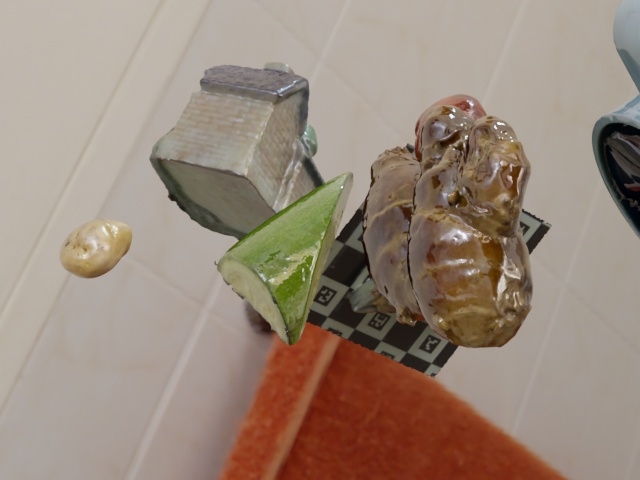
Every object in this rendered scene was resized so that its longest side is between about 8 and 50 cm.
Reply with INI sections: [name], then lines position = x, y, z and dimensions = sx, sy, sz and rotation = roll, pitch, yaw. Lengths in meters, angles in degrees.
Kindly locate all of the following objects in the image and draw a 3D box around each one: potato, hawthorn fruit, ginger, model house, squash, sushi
[potato]
position = -0.232, 0.008, 1.355
dimensions = 0.068, 0.062, 0.083
rotation = 12, 12, 31
[hawthorn fruit]
position = 0.194, -0.151, 1.895
dimensions = 0.128, 0.128, 0.128
rotation = 20, -21, 8
[ginger]
position = 0.151, -0.025, 1.607
dimensions = 0.152, 0.274, 0.357
rotation = -2, 12, -18
[model house]
position = -0.118, -0.170, 2.347
dimensions = 0.243, 0.284, 0.298
rotation = 16, -21, 25
[squash]
position = 0.000, 0.000, 1.966
dimensions = 0.203, 0.288, 0.111
rotation = 43, -31, 29
[sushi]
position = 0.177, 0.060, 2.110
dimensions = 0.359, 0.343, 0.064
rotation = 26, 18, -36

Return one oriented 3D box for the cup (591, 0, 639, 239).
[cup]
position = 0.448, -0.133, 1.268
dimensions = 0.331, 0.311, 0.257
rotation = 52, -8, 10
